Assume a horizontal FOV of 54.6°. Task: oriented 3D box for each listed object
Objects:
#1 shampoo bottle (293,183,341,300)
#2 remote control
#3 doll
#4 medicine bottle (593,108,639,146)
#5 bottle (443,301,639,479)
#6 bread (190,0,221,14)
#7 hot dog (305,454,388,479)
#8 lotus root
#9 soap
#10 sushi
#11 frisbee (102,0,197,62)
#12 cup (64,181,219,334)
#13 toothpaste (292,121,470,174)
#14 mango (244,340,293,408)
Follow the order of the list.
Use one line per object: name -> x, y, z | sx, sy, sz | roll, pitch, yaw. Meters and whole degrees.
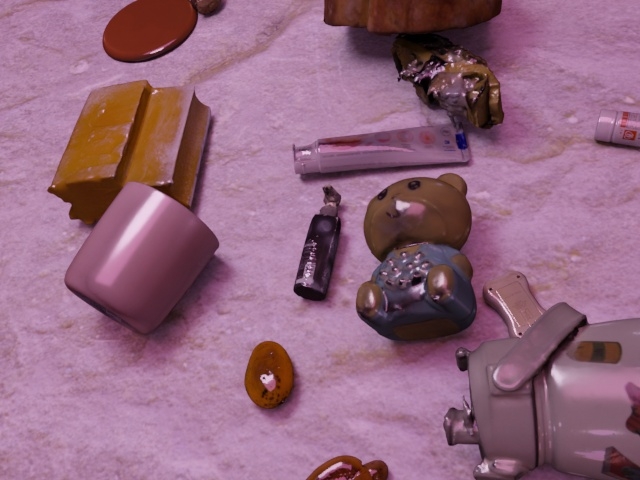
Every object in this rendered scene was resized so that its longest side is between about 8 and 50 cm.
shampoo bottle -> 0.001, 0.000, 1.075 | 0.057, 0.063, 0.207 | 8, 59, 7
remote control -> 0.305, 0.106, 0.955 | 0.074, 0.032, 0.122 | -23, 56, -2
doll -> 0.153, 0.017, 0.970 | 0.177, 0.161, 0.260 | -18, 55, 28
medicine bottle -> 0.530, -0.196, 1.081 | 0.089, 0.057, 0.057 | 14, 62, 21
bottle -> 0.335, 0.197, 0.792 | 0.352, 0.229, 0.229 | -4, 57, 14
bread -> -0.287, -0.606, 1.530 | 0.082, 0.060, 0.113 | -21, 61, -19
hot dog -> 0.028, 0.346, 0.854 | 0.140, 0.060, 0.090 | -46, 63, -9
lotus root -> 0.197, -0.503, 1.261 | 0.375, 0.111, 0.390 | -20, 31, -22
soap -> -0.368, -0.179, 1.239 | 0.259, 0.143, 0.281 | -4, 52, 8
sushi -> 0.243, -0.296, 1.181 | 0.131, 0.139, 0.291 | -40, 48, -7
frisbee -> -0.429, -0.536, 1.547 | 0.251, 0.021, 0.250 | -7, 56, 10
cup -> -0.326, 0.035, 1.074 | 0.253, 0.191, 0.200 | 6, 58, 51
toothpaste -> 0.110, -0.171, 1.163 | 0.323, 0.066, 0.100 | -5, 56, 4
mango -> -0.081, 0.208, 0.969 | 0.079, 0.057, 0.114 | -18, 47, 7
